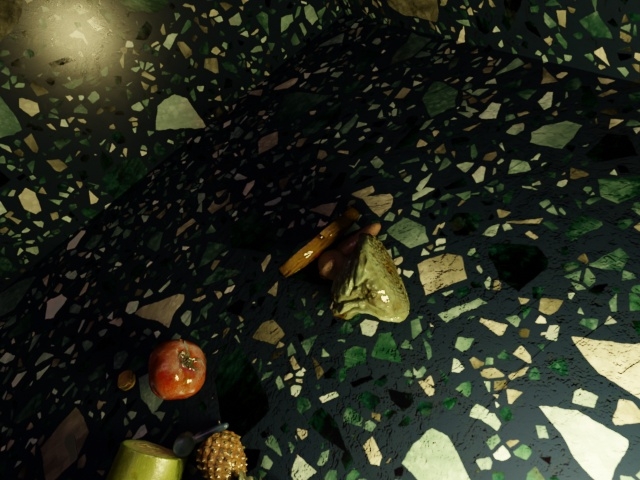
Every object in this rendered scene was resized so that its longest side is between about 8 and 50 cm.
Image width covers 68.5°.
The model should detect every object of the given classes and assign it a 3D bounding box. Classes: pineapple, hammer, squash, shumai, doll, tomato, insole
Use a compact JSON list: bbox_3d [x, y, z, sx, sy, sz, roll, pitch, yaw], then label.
[{"bbox_3d":[-0.257,0.770,1.439,0.165,0.165,0.364,-37,53,-2],"label":"pineapple"},{"bbox_3d":[-0.413,0.682,1.641,0.194,0.116,0.069,-23,82,-11],"label":"hammer"},{"bbox_3d":[-0.611,0.851,1.551,0.234,0.210,0.308,11,73,14],"label":"squash"},{"bbox_3d":[0.130,0.156,1.627,0.263,0.304,0.309,-29,41,22],"label":"shumai"},{"bbox_3d":[0.130,0.057,1.819,0.303,0.201,0.156,-36,85,-10],"label":"doll"},{"bbox_3d":[-0.547,0.493,1.790,0.189,0.232,0.232,-32,41,29],"label":"tomato"},{"bbox_3d":[-1.018,0.844,1.918,0.053,0.002,0.153,-41,44,-7],"label":"insole"}]

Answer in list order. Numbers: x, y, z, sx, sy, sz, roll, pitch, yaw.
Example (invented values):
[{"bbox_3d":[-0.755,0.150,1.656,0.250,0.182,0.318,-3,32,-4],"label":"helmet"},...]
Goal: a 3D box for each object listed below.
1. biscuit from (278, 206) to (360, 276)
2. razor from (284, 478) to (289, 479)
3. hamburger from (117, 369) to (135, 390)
[{"bbox_3d":[0.006,0.007,1.827,0.394,0.070,0.350,-40,1,-17],"label":"biscuit"},{"bbox_3d":[-0.103,0.858,1.326,0.056,0.093,0.324,9,55,-6],"label":"razor"},{"bbox_3d":[-0.817,0.590,1.985,0.076,0.044,0.083,-27,42,11],"label":"hamburger"}]
